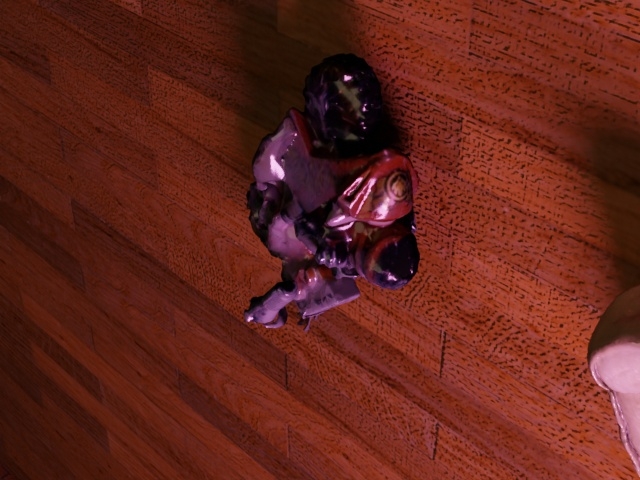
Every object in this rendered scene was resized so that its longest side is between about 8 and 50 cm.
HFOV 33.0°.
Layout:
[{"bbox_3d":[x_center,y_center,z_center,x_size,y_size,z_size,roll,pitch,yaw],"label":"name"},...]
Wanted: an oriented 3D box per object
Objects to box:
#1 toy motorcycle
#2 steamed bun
[{"bbox_3d":[0.000,0.000,1.096,0.207,0.134,0.401,58,145,16],"label":"toy motorcycle"},{"bbox_3d":[0.303,0.104,0.787,0.212,0.110,0.231,44,145,-14],"label":"steamed bun"}]
